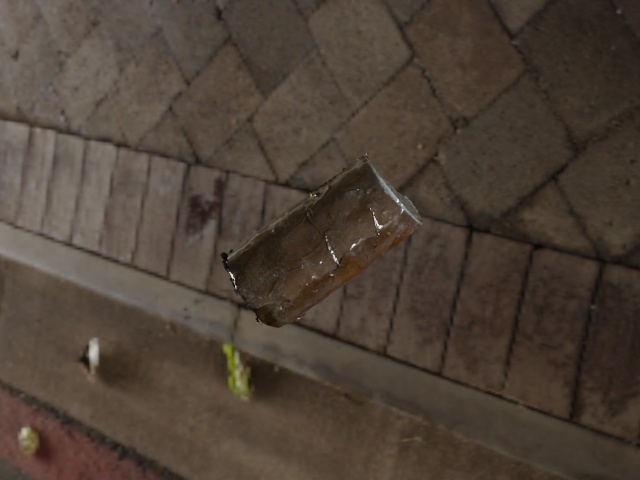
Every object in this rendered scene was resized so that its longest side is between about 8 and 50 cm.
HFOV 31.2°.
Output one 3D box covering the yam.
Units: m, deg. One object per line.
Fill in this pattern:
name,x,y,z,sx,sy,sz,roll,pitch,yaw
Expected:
yam,0.001,0.001,0.873,0.141,0.079,0.079,-37,61,9
